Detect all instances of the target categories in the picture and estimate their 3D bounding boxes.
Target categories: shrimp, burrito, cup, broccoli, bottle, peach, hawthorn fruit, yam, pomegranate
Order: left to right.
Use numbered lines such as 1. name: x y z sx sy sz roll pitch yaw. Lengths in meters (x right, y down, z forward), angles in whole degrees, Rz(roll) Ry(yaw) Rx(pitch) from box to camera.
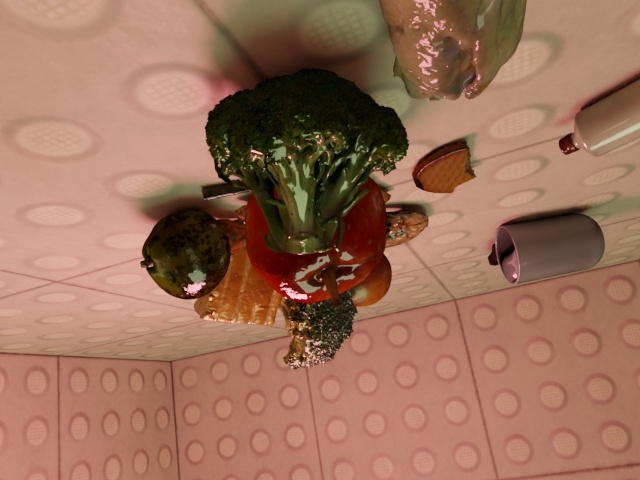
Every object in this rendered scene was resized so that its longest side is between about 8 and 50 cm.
1. pomegranate: -0.295 0.005 1.294 0.222 0.277 0.204 -1 136 52
2. yam: -0.196 -0.114 1.186 0.129 0.033 0.027 -12 136 -7
3. broccoli: -0.063 0.219 1.656 0.274 0.353 0.397 20 158 -37
4. broccoli: -0.014 -0.123 0.830 0.321 0.284 0.304 -1 -174 -13
5. hawthorn fruit: 0.000 0.000 1.040 0.286 0.330 0.287 -7 134 -7
6. peach: 0.117 0.114 1.742 0.230 0.231 0.231 -9 162 -3
7. shrimp: 0.153 -0.038 1.543 0.364 0.071 0.233 2 154 -30
8. burrito: 0.149 -0.299 0.622 0.190 0.135 0.332 -7 160 17
9. cup: 0.778 0.025 1.826 0.312 0.206 0.205 -10 162 -1
10. bottle: 0.594 -0.241 1.068 0.104 0.104 0.245 4 158 -37

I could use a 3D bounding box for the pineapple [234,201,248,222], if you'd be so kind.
1. pineapple: -0.065 -0.032 1.297 0.249 0.164 0.139 15 142 -44

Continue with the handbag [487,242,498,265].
1. handbag: 0.766 0.027 2.051 0.246 0.080 0.223 -15 169 10

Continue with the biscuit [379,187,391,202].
1. biscuit: 0.061 -0.086 1.298 0.172 0.029 0.254 -45 150 14

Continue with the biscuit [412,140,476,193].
1. biscuit: 0.303 -0.170 1.260 0.176 0.031 0.228 -3 160 -21

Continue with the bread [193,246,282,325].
1. bread: -0.220 0.113 1.530 0.239 0.246 0.111 10 -168 -34
